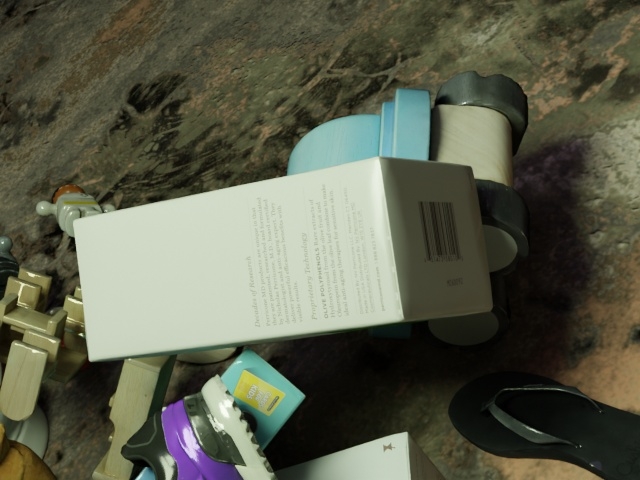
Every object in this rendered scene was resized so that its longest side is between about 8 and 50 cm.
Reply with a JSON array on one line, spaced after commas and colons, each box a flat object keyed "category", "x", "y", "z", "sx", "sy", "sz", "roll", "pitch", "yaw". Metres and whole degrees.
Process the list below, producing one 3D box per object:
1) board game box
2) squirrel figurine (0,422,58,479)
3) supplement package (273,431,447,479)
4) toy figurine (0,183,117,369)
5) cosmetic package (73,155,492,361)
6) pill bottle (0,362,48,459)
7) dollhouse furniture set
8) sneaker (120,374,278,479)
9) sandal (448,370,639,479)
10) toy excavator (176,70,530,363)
[{"category": "board game box", "x": -0.143, "y": 0.250, "z": 1.348, "sx": 0.253, "sy": 0.079, "sz": 0.336, "roll": -50, "pitch": 0, "yaw": -14}, {"category": "squirrel figurine", "x": -0.395, "y": 0.387, "z": 1.366, "sx": 0.397, "sy": 0.281, "sz": 0.370, "roll": 4, "pitch": 44, "yaw": 51}, {"category": "supplement package", "x": 0.031, "y": 0.354, "z": 1.243, "sx": 0.204, "sy": 0.145, "sz": 0.261, "roll": -20, "pitch": 44, "yaw": 18}, {"category": "toy figurine", "x": -0.336, "y": 0.044, "z": 1.715, "sx": 0.213, "sy": 0.209, "sz": 0.148, "roll": -43, "pitch": 26, "yaw": -3}, {"category": "cosmetic package", "x": -0.042, "y": 0.022, "z": 1.260, "sx": 0.366, "sy": 0.197, "sz": 0.155, "roll": -11, "pitch": 85, "yaw": 33}, {"category": "pill bottle", "x": -0.529, "y": 0.176, "z": 1.590, "sx": 0.224, "sy": 0.392, "sz": 0.224, "roll": -19, "pitch": 44, "yaw": 19}, {"category": "dollhouse furniture set", "x": -0.311, "y": 0.167, "z": 1.524, "sx": 0.242, "sy": 0.161, "sz": 0.212, "roll": 18, "pitch": 18, "yaw": 4}, {"category": "sneaker", "x": -0.085, "y": 0.279, "z": 1.127, "sx": 0.146, "sy": 0.102, "sz": 0.293, "roll": -26, "pitch": 72, "yaw": -7}, {"category": "sandal", "x": 0.244, "y": 0.184, "z": 1.319, "sx": 0.255, "sy": 0.054, "sz": 0.097, "roll": 10, "pitch": 59, "yaw": 39}, {"category": "toy excavator", "x": 0.000, "y": 0.000, "z": 1.496, "sx": 0.445, "sy": 0.433, "sz": 0.222, "roll": 6, "pitch": 52, "yaw": 3}]
